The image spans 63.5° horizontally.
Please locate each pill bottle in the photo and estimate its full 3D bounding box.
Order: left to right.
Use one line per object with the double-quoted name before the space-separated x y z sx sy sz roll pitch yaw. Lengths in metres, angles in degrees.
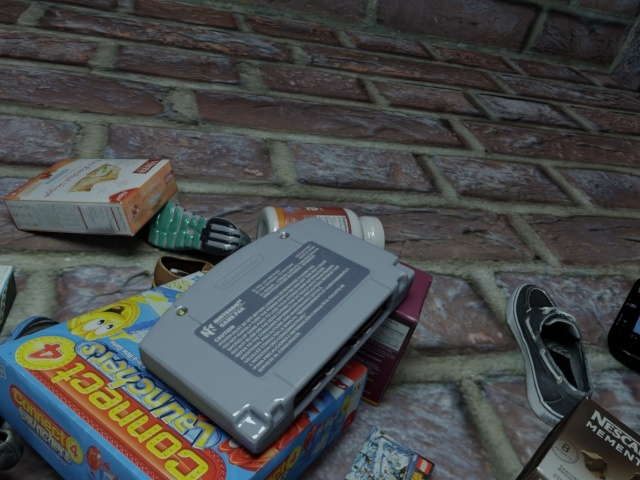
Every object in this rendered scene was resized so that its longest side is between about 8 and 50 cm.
"pill bottle" 0.000 0.000 0.935 0.215 0.121 0.121 0 40 -20

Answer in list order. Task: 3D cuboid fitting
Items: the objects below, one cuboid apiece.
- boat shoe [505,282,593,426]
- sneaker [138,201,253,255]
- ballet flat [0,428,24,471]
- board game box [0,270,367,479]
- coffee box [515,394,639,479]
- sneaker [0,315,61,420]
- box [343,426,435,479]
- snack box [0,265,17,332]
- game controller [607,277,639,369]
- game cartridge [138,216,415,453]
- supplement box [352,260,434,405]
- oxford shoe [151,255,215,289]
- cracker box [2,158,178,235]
"boat shoe" 0.394 0.163 0.883 0.108 0.102 0.301 17 37 2
"sneaker" -0.227 -0.012 0.932 0.223 0.083 0.098 17 -4 22
"ballet flat" -0.384 0.191 0.519 0.172 0.049 0.058 12 32 -5
"board game box" -0.149 0.174 0.609 0.308 0.086 0.301 25 25 25
"coffee box" 0.394 0.360 0.619 0.168 0.119 0.297 -25 53 -39
"sneaker" -0.369 0.165 0.639 0.078 0.067 0.188 9 34 2
"box" 0.076 0.312 0.644 0.093 0.027 0.137 27 39 17
"snack box" -0.511 0.150 0.613 0.186 0.060 0.322 6 38 -15
"game controller" 0.672 0.169 1.005 0.166 0.067 0.319 36 41 24
"game cartridge" -0.046 0.080 0.600 0.196 0.060 0.294 30 47 26
"supplement box" 0.086 0.131 0.743 0.080 0.188 0.104 23 38 11
"oxford shoe" -0.163 0.076 0.821 0.212 0.076 0.076 14 35 -4
"cracker box" -0.387 -0.080 0.888 0.232 0.067 0.156 3 34 15
